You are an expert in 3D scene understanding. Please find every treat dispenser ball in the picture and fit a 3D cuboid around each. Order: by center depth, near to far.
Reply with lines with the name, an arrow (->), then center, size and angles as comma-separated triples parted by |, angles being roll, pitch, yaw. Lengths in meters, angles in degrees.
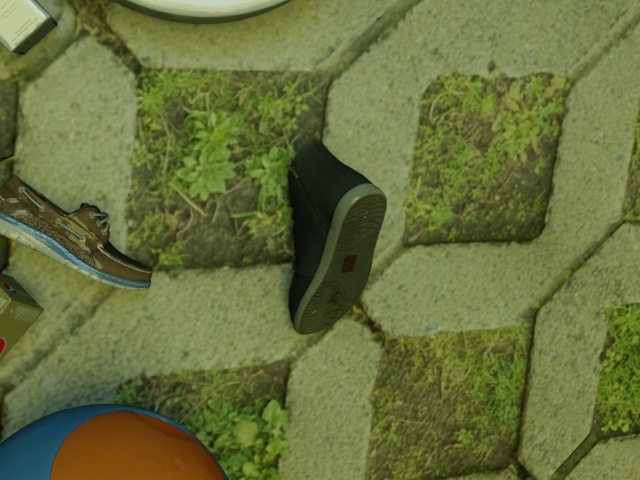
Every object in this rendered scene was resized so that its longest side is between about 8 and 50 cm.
treat dispenser ball -> -0.219, 0.308, 0.702 | 0.288, 0.288, 0.288 | -3, 101, -17

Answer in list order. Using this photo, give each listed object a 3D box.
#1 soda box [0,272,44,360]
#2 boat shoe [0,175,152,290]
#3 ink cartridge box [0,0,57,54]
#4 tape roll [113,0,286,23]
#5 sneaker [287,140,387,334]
soda box -> -0.373, 0.116, 0.726 | 0.061, 0.058, 0.181 | 38, 85, 21
boat shoe -> -0.254, -0.006, 0.749 | 0.183, 0.066, 0.066 | 28, 90, -20
ink cartridge box -> -0.315, -0.239, 0.674 | 0.052, 0.088, 0.122 | -43, 109, -3
tape roll -> -0.120, -0.410, 0.687 | 0.391, 0.072, 0.392 | -2, 100, -13
sneaker -> 0.000, 0.000, 0.835 | 0.083, 0.118, 0.222 | -6, 131, -35
